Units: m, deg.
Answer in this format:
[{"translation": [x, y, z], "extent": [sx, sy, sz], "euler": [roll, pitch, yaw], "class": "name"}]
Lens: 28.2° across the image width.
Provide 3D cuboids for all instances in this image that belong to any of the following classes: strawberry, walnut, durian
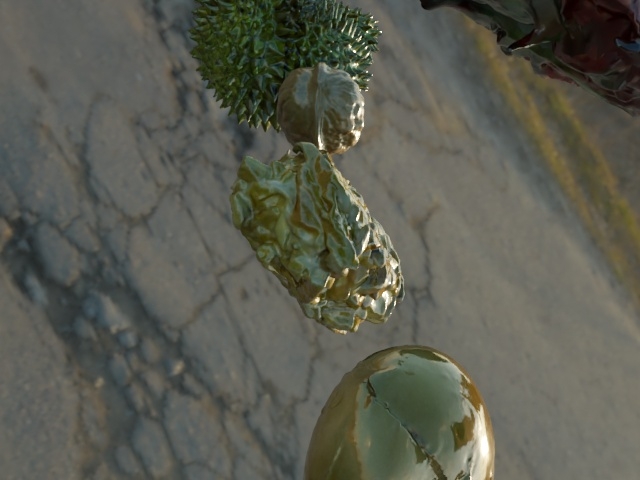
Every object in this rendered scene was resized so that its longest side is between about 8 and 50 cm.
[{"translation": [0.200, -0.231, 0.912], "extent": [0.261, 0.258, 0.261], "euler": [33, 1, -1], "class": "strawberry"}, {"translation": [0.000, -0.115, 1.144], "extent": [0.096, 0.079, 0.083], "euler": [88, 6, -65], "class": "walnut"}, {"translation": [-0.046, -0.219, 1.478], "extent": [0.237, 0.200, 0.177], "euler": [34, 47, -36], "class": "durian"}]

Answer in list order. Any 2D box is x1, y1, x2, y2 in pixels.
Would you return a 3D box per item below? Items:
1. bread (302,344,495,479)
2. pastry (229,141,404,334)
[{"translation": [0.042, 0.122, 0.635], "extent": [0.114, 0.077, 0.189], "euler": [-57, 155, -25], "class": "bread"}, {"translation": [0.000, 0.000, 1.107], "extent": [0.154, 0.102, 0.250], "euler": [54, 2, 18], "class": "pastry"}]
